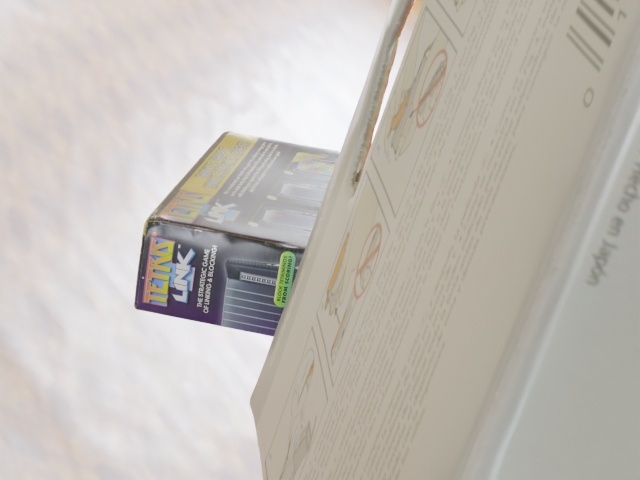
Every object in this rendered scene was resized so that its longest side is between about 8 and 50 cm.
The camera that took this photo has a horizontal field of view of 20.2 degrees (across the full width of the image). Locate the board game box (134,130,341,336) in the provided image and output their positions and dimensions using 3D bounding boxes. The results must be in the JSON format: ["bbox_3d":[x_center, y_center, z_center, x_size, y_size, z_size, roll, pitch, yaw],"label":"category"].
[{"bbox_3d":[0.000,0.000,0.870,0.141,0.048,0.170,10,18,7],"label":"board game box"}]

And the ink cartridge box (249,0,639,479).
[{"bbox_3d":[0.053,-0.015,0.451,0.060,0.275,0.239,17,18,-9],"label":"ink cartridge box"}]
